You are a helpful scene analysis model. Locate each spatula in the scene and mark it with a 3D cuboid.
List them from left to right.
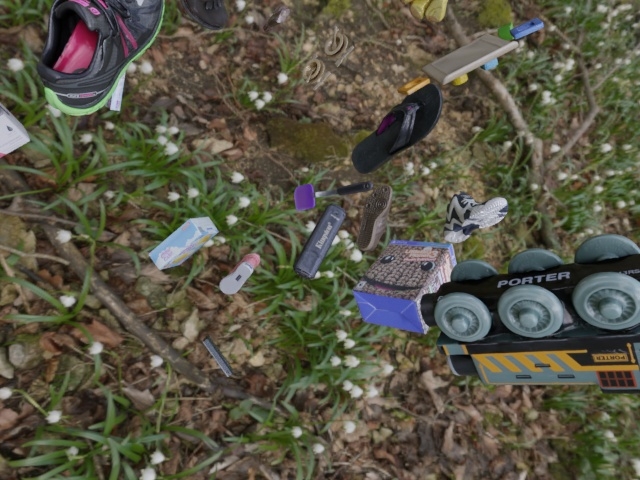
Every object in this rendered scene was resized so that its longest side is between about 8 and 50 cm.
[{"bbox_3d":[0.034,-0.154,1.434,0.030,0.296,0.084,-10,92,-61],"label":"spatula"}]

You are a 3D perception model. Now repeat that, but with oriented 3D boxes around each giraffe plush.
[{"bbox_3d":[0.356,-0.770,1.316,0.181,0.210,0.170,47,52,0],"label":"giraffe plush"}]

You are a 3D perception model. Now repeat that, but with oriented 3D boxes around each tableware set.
[{"bbox_3d":[0.008,-0.600,1.468,0.039,0.194,0.128,22,32,-50],"label":"tableware set"}]

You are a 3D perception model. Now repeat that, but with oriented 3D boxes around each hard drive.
[{"bbox_3d":[-0.327,0.365,1.424,0.135,0.022,0.094,56,-13,-2],"label":"hard drive"}]

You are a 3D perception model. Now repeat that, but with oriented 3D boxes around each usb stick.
[{"bbox_3d":[0.000,0.000,1.436,0.278,0.077,0.045,-62,177,-27],"label":"usb stick"}]

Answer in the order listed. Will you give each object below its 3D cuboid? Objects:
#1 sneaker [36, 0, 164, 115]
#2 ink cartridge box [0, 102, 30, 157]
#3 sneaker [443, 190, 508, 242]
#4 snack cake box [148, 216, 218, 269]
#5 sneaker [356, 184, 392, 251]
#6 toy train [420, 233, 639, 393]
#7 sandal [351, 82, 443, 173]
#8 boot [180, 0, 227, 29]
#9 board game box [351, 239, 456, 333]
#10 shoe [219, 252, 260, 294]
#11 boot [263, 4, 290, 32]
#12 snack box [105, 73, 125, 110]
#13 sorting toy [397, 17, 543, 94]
[{"bbox_3d":[-0.538,-0.543,1.119,0.202,0.185,0.483,137,-27,-76],"label":"sneaker"},{"bbox_3d":[-0.960,-0.333,1.245,0.092,0.158,0.218,48,-14,27],"label":"ink cartridge box"},{"bbox_3d":[0.463,-0.107,1.369,0.094,0.235,0.153,12,60,-17],"label":"sneaker"},{"bbox_3d":[-0.591,0.011,1.944,0.089,0.264,0.152,54,17,4],"label":"snack cake box"},{"bbox_3d":[0.152,-0.060,1.230,0.071,0.066,0.189,17,97,-60],"label":"sneaker"},{"bbox_3d":[0.307,0.115,0.610,0.142,0.333,0.190,-45,114,-51],"label":"toy train"},{"bbox_3d":[0.280,-0.408,1.706,0.107,0.445,0.168,-11,65,-52],"label":"sandal"},{"bbox_3d":[-0.193,-0.531,0.914,0.091,0.228,0.263,-67,157,-14],"label":"boot"},{"bbox_3d":[0.286,0.140,1.474,0.291,0.232,0.141,-46,127,-39],"label":"board game box"},{"bbox_3d":[-0.266,0.111,1.496,0.063,0.178,0.081,43,37,-7],"label":"shoe"},{"bbox_3d":[-0.106,-0.631,1.246,0.037,0.114,0.106,39,79,-25],"label":"boot"},{"bbox_3d":[-0.746,-0.549,1.617,0.037,0.100,0.141,2,111,-40],"label":"snack box"},{"bbox_3d":[0.351,-0.426,1.077,0.047,0.347,0.196,60,11,-27],"label":"sorting toy"}]
